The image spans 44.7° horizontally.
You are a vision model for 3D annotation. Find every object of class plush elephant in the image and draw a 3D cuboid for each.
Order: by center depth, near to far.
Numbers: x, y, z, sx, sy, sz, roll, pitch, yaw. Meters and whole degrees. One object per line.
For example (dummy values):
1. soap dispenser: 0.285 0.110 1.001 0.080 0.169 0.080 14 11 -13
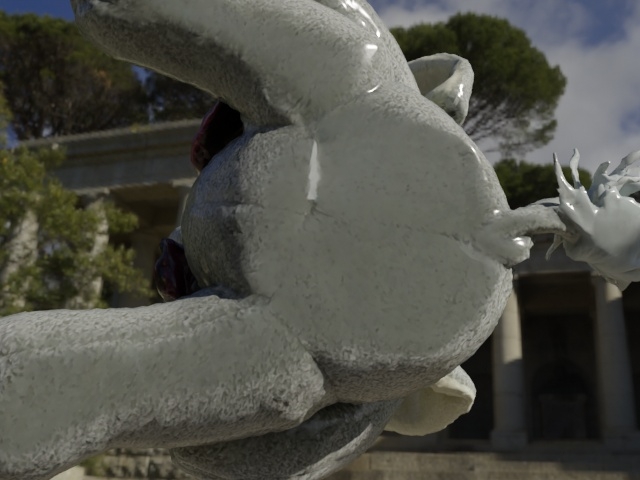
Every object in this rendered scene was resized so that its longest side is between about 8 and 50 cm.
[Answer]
1. plush elephant: 0.000 0.000 0.455 0.330 0.271 0.255 5 -9 -6
